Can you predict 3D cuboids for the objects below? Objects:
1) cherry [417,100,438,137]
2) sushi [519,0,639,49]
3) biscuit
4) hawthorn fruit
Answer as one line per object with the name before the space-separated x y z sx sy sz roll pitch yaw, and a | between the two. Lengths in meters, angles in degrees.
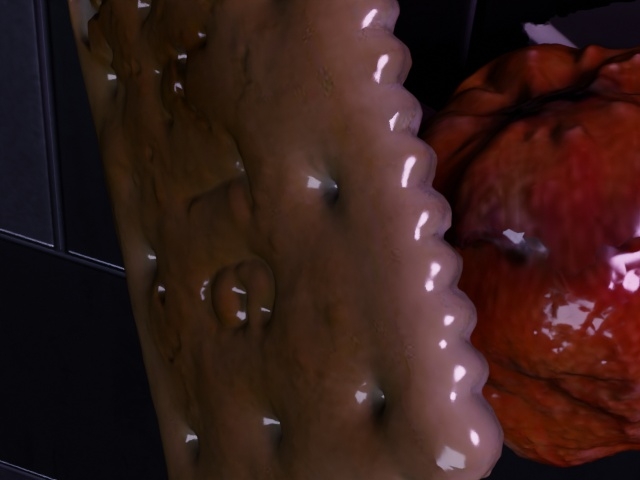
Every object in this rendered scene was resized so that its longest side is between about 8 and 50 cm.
cherry | 0.002 0.003 0.783 0.176 0.140 0.176 19 120 38
sushi | 0.256 -0.017 0.712 0.264 0.050 0.290 -8 127 34
biscuit | -0.036 -0.046 0.664 0.217 0.044 0.325 -19 82 55
hawthorn fruit | 0.110 0.011 0.654 0.173 0.173 0.179 20 124 8
